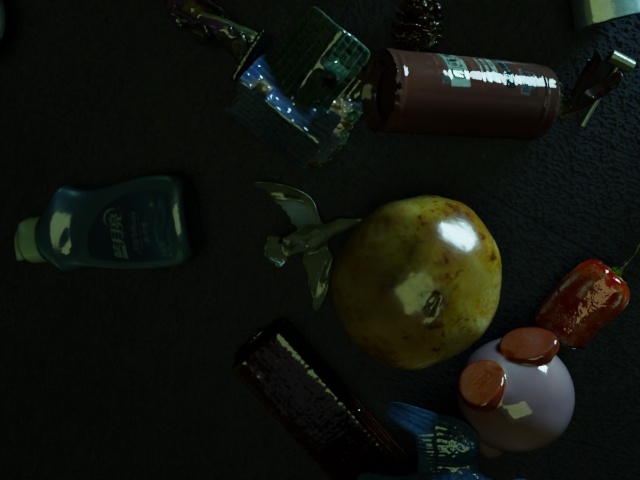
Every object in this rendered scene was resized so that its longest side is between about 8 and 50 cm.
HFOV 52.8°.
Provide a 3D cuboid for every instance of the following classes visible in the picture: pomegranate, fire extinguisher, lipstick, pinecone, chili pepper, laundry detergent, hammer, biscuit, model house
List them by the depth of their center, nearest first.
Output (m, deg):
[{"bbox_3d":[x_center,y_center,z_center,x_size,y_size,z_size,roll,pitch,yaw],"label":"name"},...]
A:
[{"bbox_3d":[0.233,-0.199,0.843,0.336,0.147,0.107,-2,64,-19],"label":"fire extinguisher"},{"bbox_3d":[0.354,-0.412,0.845,0.077,0.079,0.253,-13,99,9],"label":"lipstick"},{"bbox_3d":[-0.017,-0.204,0.875,0.166,0.172,0.183,38,102,-2],"label":"model house"},{"bbox_3d":[0.135,-0.300,0.894,0.077,0.077,0.083,1,78,5],"label":"pinecone"},{"bbox_3d":[0.129,0.055,0.896,0.248,0.248,0.248,1,102,5],"label":"pomegranate"},{"bbox_3d":[0.400,-0.211,0.914,0.035,0.019,0.110,27,105,0],"label":"hammer"},{"bbox_3d":[0.403,0.071,0.940,0.086,0.084,0.192,30,108,-18],"label":"chili pepper"},{"bbox_3d":[-0.332,-0.018,0.982,0.289,0.094,0.144,-7,105,6],"label":"laundry detergent"},{"bbox_3d":[0.020,0.296,1.027,0.107,0.073,0.388,-40,95,11],"label":"biscuit"}]

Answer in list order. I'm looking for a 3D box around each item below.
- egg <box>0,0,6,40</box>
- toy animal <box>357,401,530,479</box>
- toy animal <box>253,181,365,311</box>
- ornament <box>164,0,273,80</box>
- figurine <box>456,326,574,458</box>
[{"bbox_3d":[-0.514,-0.338,0.922,0.114,0.114,0.152,-7,97,7],"label":"egg"},{"bbox_3d":[0.178,0.343,0.917,0.255,0.176,0.239,-9,82,3],"label":"toy animal"},{"bbox_3d":[0.000,0.000,0.956,0.155,0.095,0.219,-15,101,13],"label":"toy animal"},{"bbox_3d":[-0.164,-0.322,0.909,0.203,0.088,0.081,43,101,-2],"label":"ornament"},{"bbox_3d":[0.283,0.228,0.943,0.173,0.173,0.173,1,102,5],"label":"figurine"}]
